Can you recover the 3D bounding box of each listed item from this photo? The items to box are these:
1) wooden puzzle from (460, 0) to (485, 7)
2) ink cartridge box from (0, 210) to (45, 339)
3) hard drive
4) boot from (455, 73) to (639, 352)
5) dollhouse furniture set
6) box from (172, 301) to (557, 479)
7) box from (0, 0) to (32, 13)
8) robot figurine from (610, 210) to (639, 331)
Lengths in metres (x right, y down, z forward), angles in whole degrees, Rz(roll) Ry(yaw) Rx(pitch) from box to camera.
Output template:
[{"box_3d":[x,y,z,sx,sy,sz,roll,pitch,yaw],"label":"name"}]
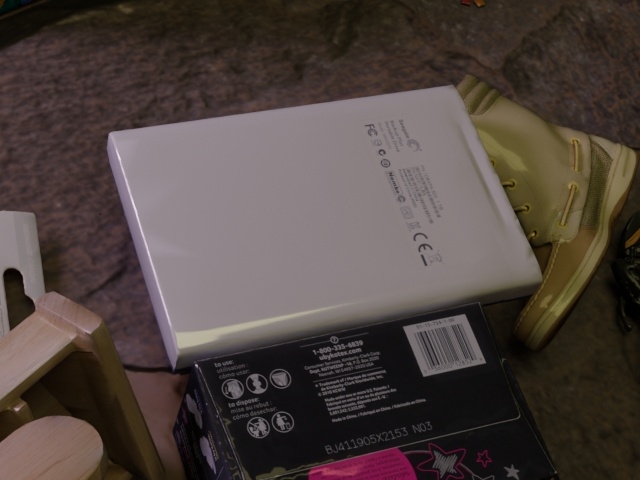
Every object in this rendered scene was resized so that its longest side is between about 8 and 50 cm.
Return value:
[{"box_3d":[0.172,-0.290,1.409,0.049,0.006,0.083,0,59,-15],"label":"wooden puzzle"},{"box_3d":[-0.340,0.062,1.031,0.232,0.066,0.189,6,61,-38],"label":"ink cartridge box"},{"box_3d":[0.003,-0.020,1.066,0.318,0.040,0.210,-10,62,-21],"label":"hard drive"},{"box_3d":[0.172,-0.035,1.197,0.203,0.095,0.262,28,54,3],"label":"boot"},{"box_3d":[-0.120,0.235,0.811,0.394,0.362,0.256,23,52,37],"label":"dollhouse furniture set"},{"box_3d":[0.027,0.167,1.008,0.247,0.142,0.163,-10,61,-22],"label":"box"},{"box_3d":[-0.244,-0.401,1.204,0.290,0.279,0.177,-29,70,-29],"label":"box"},{"box_3d":[0.389,0.081,1.190,0.211,0.085,0.291,3,58,-14],"label":"robot figurine"}]
